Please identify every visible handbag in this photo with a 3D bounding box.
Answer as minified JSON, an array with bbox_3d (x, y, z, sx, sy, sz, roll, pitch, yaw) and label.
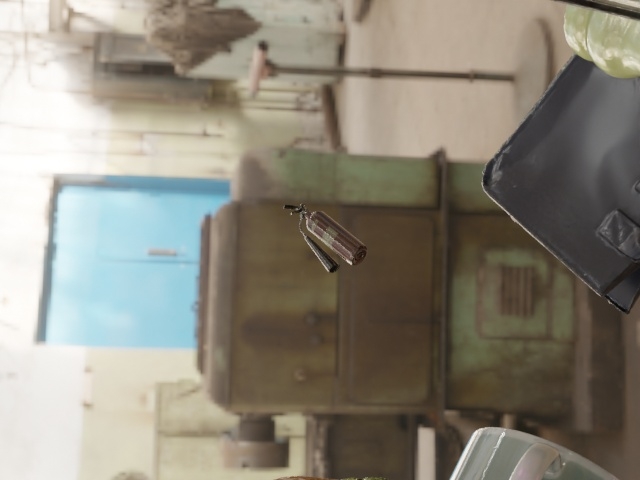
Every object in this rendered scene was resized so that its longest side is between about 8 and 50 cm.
[{"bbox_3d":[0.401,-0.096,1.543,0.303,0.122,0.329,-52,39,9],"label":"handbag"}]

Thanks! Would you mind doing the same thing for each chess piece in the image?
[{"bbox_3d":[0.369,-0.181,1.151,0.251,0.144,0.144,50,145,40],"label":"chess piece"}]

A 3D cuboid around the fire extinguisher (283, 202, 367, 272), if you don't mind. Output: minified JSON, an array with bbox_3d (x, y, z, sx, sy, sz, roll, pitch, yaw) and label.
[{"bbox_3d":[0.004,-0.001,1.213,0.100,0.032,0.046,38,143,33],"label":"fire extinguisher"}]

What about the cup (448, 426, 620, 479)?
[{"bbox_3d":[0.241,0.397,1.463,0.275,0.259,0.357,-59,-25,-22],"label":"cup"}]

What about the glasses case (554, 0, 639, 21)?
[{"bbox_3d":[0.178,-0.254,1.006,0.114,0.299,0.060,-53,-26,-42],"label":"glasses case"}]

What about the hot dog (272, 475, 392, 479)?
[{"bbox_3d":[0.039,0.323,1.443,0.092,0.235,0.062,64,-147,-52],"label":"hot dog"}]
